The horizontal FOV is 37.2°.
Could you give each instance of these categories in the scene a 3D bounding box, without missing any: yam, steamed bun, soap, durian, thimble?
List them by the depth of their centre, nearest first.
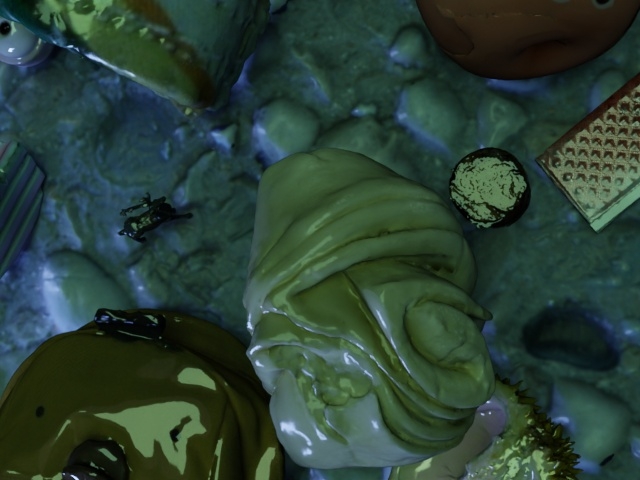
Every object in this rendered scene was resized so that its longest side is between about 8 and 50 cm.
[{"bbox_3d":[0.063,0.066,0.895,0.203,0.276,0.289,-7,75,22],"label":"steamed bun"},{"bbox_3d":[0.163,0.258,0.939,0.138,0.183,0.249,26,89,-21],"label":"durian"},{"bbox_3d":[0.172,-0.049,0.951,0.079,0.141,0.079,-1,88,14],"label":"yam"},{"bbox_3d":[-0.202,-0.256,0.998,0.288,0.254,0.167,28,96,-13],"label":"thimble"},{"bbox_3d":[-0.377,-0.032,1.095,0.056,0.100,0.149,10,63,19],"label":"soap"}]

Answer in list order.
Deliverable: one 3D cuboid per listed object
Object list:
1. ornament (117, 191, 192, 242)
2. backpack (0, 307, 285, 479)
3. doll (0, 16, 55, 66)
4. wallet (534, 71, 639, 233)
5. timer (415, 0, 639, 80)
[{"bbox_3d":[-0.192,-0.023,1.040,0.073,0.125,0.028,-27,83,7],"label":"ornament"},{"bbox_3d":[-0.209,0.256,0.986,0.354,0.201,0.377,5,90,9],"label":"backpack"},{"bbox_3d":[-0.445,-0.223,1.130,0.365,0.094,0.160,-36,82,9],"label":"doll"},{"bbox_3d":[0.329,-0.108,0.981,0.196,0.020,0.103,-41,79,7],"label":"wallet"},{"bbox_3d":[0.201,-0.273,0.916,0.230,0.229,0.214,-6,84,12],"label":"timer"}]
